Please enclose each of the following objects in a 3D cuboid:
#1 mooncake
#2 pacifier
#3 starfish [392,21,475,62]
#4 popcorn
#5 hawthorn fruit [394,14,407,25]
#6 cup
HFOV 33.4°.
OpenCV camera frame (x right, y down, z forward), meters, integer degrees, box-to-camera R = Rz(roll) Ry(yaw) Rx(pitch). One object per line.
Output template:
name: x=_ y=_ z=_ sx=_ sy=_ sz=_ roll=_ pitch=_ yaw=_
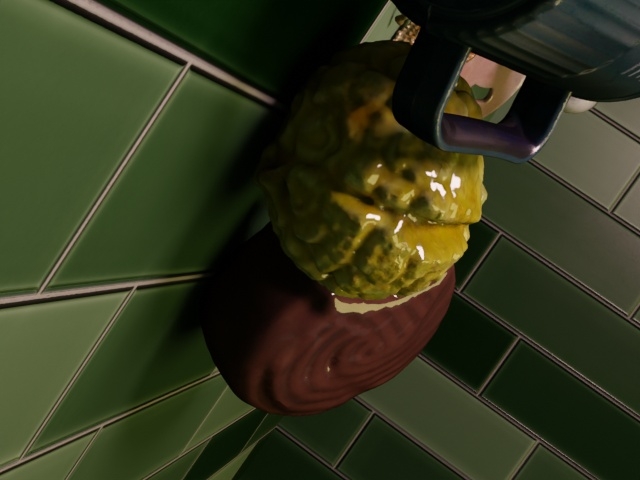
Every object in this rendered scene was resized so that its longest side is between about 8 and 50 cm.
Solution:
mooncake: x=0.025 y=0.083 z=1.375 sx=0.334 sy=0.174 sz=0.326 roll=-41 pitch=148 yaw=13
pacifier: x=0.328 y=-0.316 z=1.728 sx=0.332 sy=0.273 sz=0.220 roll=-57 pitch=-173 yaw=21
starfish: x=0.126 y=-0.204 z=1.423 sx=0.293 sy=0.084 sz=0.301 roll=-57 pitch=159 yaw=-3
popcorn: x=0.066 y=-0.069 z=1.128 sx=0.258 sy=0.224 sz=0.270 roll=-43 pitch=124 yaw=-35
hawthorn fruit: x=0.191 y=-0.340 z=1.214 sx=0.285 sy=0.165 sz=0.165 roll=-40 pitch=175 yaw=16
cup: x=0.190 y=-0.247 z=0.966 sx=0.308 sy=0.242 sz=0.292 roll=-38 pitch=157 yaw=28
